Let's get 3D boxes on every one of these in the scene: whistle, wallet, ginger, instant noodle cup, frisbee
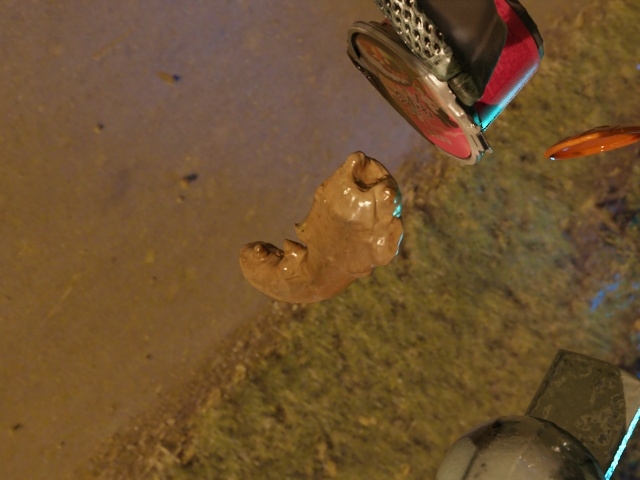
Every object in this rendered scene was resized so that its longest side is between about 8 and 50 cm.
[{"bbox_3d":[0.190,0.200,0.858,0.290,0.163,0.163,-56,152,-24],"label":"whistle"},{"bbox_3d":[0.061,-0.305,0.982,0.075,0.342,0.237,-32,-164,28],"label":"wallet"},{"bbox_3d":[0.001,0.003,0.663,0.173,0.069,0.051,-38,-177,45],"label":"ginger"},{"bbox_3d":[0.188,-0.256,1.356,0.181,0.302,0.258,-43,148,-4],"label":"instant noodle cup"},{"bbox_3d":[0.501,-0.186,1.790,0.192,0.192,0.035,-3,80,-57],"label":"frisbee"}]
